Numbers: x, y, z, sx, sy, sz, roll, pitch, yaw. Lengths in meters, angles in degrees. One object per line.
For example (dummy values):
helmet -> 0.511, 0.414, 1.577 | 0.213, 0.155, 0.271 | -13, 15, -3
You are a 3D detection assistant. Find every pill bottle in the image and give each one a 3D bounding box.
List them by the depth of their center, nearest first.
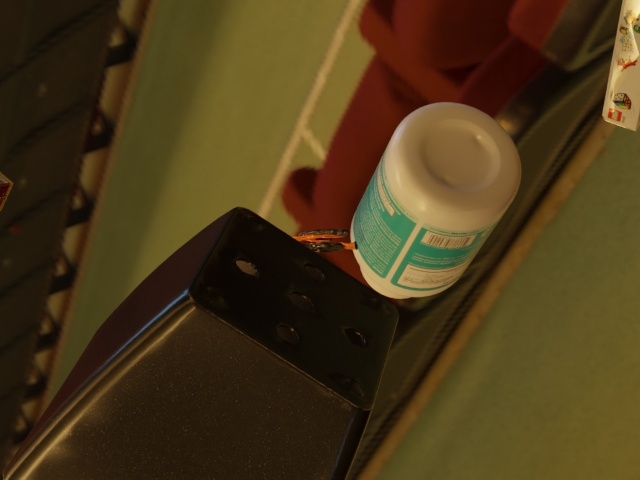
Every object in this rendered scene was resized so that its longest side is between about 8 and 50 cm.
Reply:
pill bottle -> 0.118, -0.030, 1.564 | 0.146, 0.146, 0.264 | 57, 155, 17

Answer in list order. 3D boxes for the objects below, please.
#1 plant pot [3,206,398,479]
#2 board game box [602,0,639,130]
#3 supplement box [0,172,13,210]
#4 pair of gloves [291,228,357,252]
plant pot -> -0.053, 0.095, 0.873 | 0.188, 0.187, 0.167 | 34, 119, -6
board game box -> 0.426, -0.308, 1.716 | 0.053, 0.193, 0.305 | 24, 144, 21
supplement box -> -0.408, -0.060, 1.616 | 0.055, 0.083, 0.043 | 39, 115, 19
pair of gloves -> 0.000, 0.000, 1.538 | 0.083, 0.074, 0.010 | 48, -140, -71
